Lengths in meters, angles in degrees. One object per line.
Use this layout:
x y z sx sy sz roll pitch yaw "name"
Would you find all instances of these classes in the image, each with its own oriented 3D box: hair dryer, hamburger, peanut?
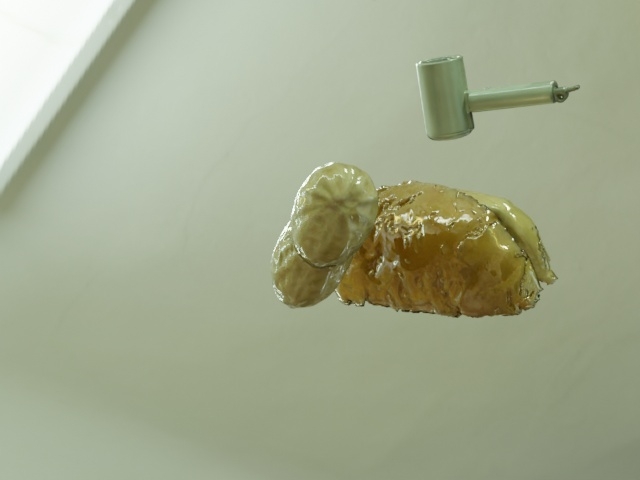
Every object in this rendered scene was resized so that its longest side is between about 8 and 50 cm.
0.136 -0.114 1.001 0.124 0.038 0.063 -4 -74 26 "hair dryer"
0.110 0.006 1.306 0.262 0.124 0.130 7 -55 42 "hamburger"
0.000 0.000 1.224 0.082 0.082 0.187 15 -35 -10 "peanut"
